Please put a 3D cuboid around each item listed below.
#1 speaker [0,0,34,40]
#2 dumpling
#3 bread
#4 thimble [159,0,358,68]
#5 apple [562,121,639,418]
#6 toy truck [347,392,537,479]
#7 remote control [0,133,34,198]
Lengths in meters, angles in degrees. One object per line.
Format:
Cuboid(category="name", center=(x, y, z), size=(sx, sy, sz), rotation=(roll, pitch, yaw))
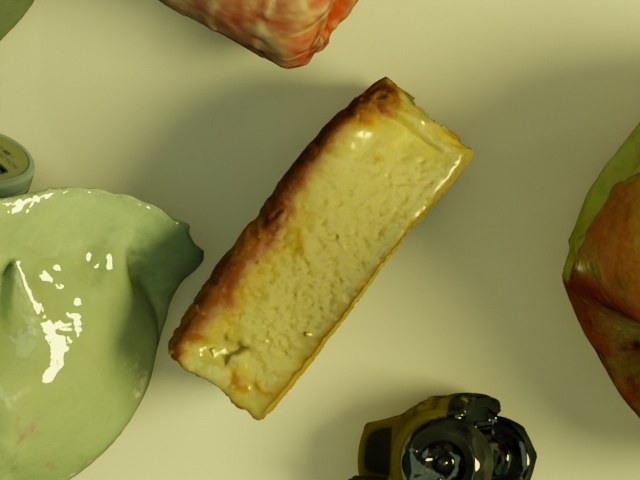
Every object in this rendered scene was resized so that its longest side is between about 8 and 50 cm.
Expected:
Cuboid(category="speaker", center=(-0.441, -0.142, 1.500), size=(0.406, 0.183, 0.184), rotation=(-45, 83, 4))
Cuboid(category="dumpling", center=(-0.283, 0.084, 1.490), size=(0.270, 0.212, 0.321), rotation=(32, 78, -33))
Cuboid(category="bread", center=(0.000, 0.000, 1.469), size=(0.114, 0.185, 0.275), rotation=(40, 95, -2))
Cuboid(category="thimble", center=(-0.017, -0.265, 1.442), size=(0.162, 0.239, 0.239), rotation=(33, 94, 3))
Cuboid(category="apple", center=(0.360, 0.020, 1.376), size=(0.339, 0.339, 0.340), rotation=(0, 92, 4))
Cuboid(category="toy truck", center=(0.079, 0.235, 1.500), size=(0.165, 0.147, 0.224), rotation=(3, 89, 26))
Cuboid(category="remote control", center=(-0.333, -0.040, 1.475), size=(0.087, 0.244, 0.047), rotation=(34, 122, 26))
